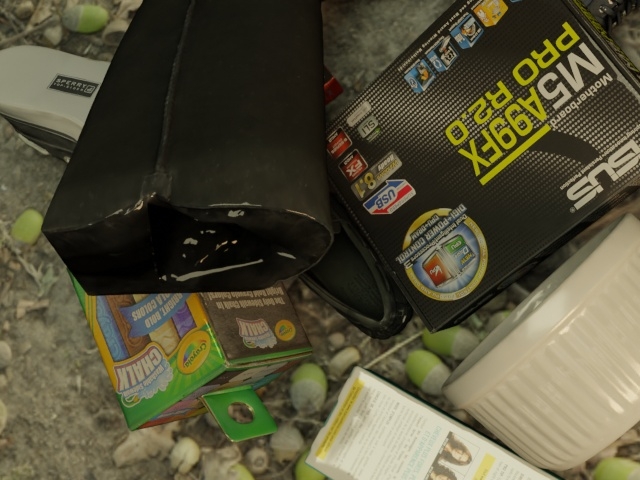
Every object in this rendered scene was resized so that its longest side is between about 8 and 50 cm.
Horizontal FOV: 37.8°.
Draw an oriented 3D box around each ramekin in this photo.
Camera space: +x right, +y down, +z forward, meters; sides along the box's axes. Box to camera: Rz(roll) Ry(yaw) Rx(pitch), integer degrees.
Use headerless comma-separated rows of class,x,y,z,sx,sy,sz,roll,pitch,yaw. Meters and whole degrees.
ramekin,0.205,0.087,0.742,0.207,0.207,0.109,-44,81,4

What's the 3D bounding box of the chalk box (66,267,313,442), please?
chalk box,-0.108,0.084,0.842,0.132,0.132,0.213,-33,71,29

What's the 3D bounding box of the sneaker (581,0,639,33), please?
sneaker,0.283,-0.214,0.834,0.163,0.086,0.226,18,84,20

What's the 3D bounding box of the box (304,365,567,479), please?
box,0.117,0.211,0.812,0.244,0.060,0.100,28,88,18

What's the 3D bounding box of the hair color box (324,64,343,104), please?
hair color box,-0.056,-0.136,0.932,0.141,0.043,0.072,-40,74,6

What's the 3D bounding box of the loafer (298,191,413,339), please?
loafer,0.000,0.000,0.873,0.076,0.078,0.223,-44,72,5

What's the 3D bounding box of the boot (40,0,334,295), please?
boot,-0.012,-0.172,0.768,0.367,0.146,0.445,-16,42,22

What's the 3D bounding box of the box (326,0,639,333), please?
box,0.144,-0.083,0.811,0.270,0.060,0.216,-41,71,27

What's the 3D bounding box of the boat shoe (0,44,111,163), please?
boat shoe,-0.208,-0.108,0.936,0.301,0.102,0.108,17,62,22
